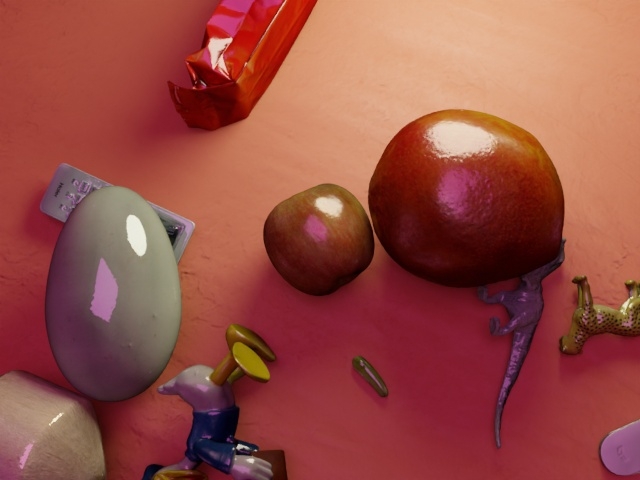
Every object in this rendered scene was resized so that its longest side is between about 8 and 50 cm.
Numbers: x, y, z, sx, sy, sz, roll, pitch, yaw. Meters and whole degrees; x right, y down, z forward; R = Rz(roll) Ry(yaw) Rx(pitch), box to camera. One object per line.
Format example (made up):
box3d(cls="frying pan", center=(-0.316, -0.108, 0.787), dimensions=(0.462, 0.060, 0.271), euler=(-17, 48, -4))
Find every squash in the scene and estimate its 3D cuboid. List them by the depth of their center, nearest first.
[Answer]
box3d(cls="squash", center=(0.089, 0.239, 1.513), dimensions=(0.027, 0.027, 0.089), euler=(-42, 78, -6))

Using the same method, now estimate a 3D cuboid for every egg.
box3d(cls="egg", center=(-0.354, 0.090, 1.479), dimensions=(0.230, 0.230, 0.370), euler=(-1, 83, 5))

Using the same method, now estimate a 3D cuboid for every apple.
box3d(cls="apple", center=(0.000, 0.000, 1.499), dimensions=(0.188, 0.188, 0.174), euler=(-32, 80, -3))

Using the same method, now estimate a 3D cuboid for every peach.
box3d(cls="peach", center=(0.252, -0.065, 1.440), dimensions=(0.332, 0.308, 0.307), euler=(27, 80, 14))

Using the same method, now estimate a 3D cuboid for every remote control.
box3d(cls="remote control", center=(0.586, 0.324, 1.449), dimensions=(0.245, 0.022, 0.077), euler=(-24, 73, -2))
box3d(cls="remote control", center=(-0.381, -0.044, 1.613), dimensions=(0.293, 0.051, 0.103), euler=(25, 88, 8))

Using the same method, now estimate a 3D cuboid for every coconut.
box3d(cls="coconut", center=(-0.481, 0.352, 1.427), dimensions=(0.266, 0.237, 0.237), euler=(18, 78, 15))

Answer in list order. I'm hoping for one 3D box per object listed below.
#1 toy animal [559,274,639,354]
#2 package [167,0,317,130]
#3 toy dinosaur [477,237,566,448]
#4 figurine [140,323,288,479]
box3d(cls="toy animal", center=(0.506, 0.132, 1.488), dimensions=(0.181, 0.073, 0.136), euler=(2, 84, -7))
box3d(cls="package", center=(-0.124, -0.398, 1.607), dimensions=(0.123, 0.196, 0.423), euler=(29, 81, 10))
box3d(cls="toy dinosaur", center=(0.315, 0.151, 1.486), dimensions=(0.129, 0.076, 0.383), euler=(26, 84, -12))
box3d(cls="figurine", center=(-0.177, 0.355, 1.463), dimensions=(0.338, 0.204, 0.283), euler=(-44, 83, 6))
